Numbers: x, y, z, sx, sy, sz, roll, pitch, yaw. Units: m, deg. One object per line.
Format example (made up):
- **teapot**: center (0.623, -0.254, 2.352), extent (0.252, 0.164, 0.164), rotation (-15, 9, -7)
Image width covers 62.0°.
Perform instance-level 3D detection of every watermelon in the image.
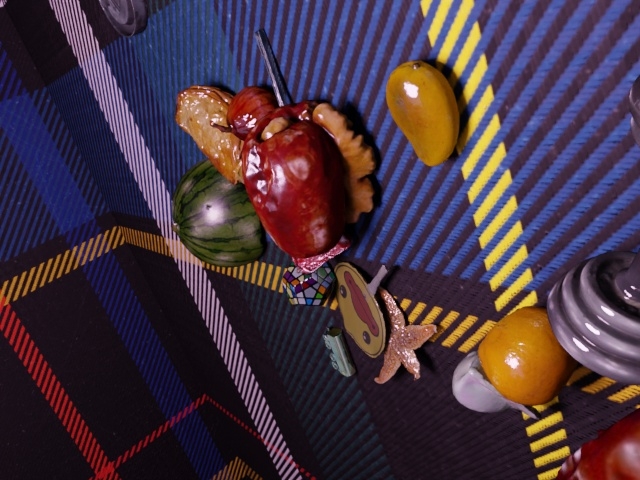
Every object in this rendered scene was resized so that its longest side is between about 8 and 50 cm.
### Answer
- **watermelon**: center (-0.313, -0.049, 1.510), extent (0.330, 0.189, 0.331), rotation (40, 152, 26)

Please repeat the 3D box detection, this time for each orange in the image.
- **orange**: center (0.316, 0.173, 0.812), extent (0.134, 0.154, 0.155), rotation (26, 139, 28)

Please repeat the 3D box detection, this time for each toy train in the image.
- **toy train**: center (0.048, 0.297, 1.442), extent (0.071, 0.038, 0.148), rotation (8, 124, 50)

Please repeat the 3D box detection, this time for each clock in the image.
- **clock**: center (-0.524, -0.644, 1.385), extent (0.215, 0.042, 0.215), rotation (37, 144, 32)

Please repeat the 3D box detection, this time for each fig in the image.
- **fig**: center (-0.139, -0.253, 1.104), extent (0.128, 0.150, 0.129), rotation (10, 125, 14)

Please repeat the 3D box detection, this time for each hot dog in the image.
- **hot dog**: center (-0.226, -0.249, 1.258), extent (0.259, 0.114, 0.175), rotation (47, 144, 14)

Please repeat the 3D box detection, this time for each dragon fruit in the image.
- **dragon fruit**: center (0.000, 0.000, 1.177), extent (0.147, 0.096, 0.102), rotation (-27, 103, 17)

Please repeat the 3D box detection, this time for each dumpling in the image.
- **dumpling**: center (0.305, 0.246, 0.927), extent (0.149, 0.105, 0.216), rotation (1, 168, 22)

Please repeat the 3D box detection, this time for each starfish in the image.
- **starfish**: center (0.155, 0.212, 1.188), extent (0.231, 0.048, 0.295), rotation (57, 149, 25)

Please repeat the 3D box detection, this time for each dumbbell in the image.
- **dumbbell**: center (0.363, -0.007, 0.549), extent (0.179, 0.179, 0.406), rotation (36, 144, 33)

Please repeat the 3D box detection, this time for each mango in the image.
- **mango**: center (0.155, -0.186, 0.789), extent (0.103, 0.076, 0.161), rotation (4, 125, 49)

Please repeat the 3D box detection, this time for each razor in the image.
- **razor**: center (-0.087, -0.322, 1.057), extent (0.066, 0.033, 0.190), rotation (1, 118, 56)

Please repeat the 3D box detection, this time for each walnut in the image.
- **walnut**: center (-0.014, -0.117, 1.001), extent (0.222, 0.243, 0.269), rotation (-97, -12, -57)

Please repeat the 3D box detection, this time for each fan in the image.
- **fan**: center (0.094, 0.136, 1.191), extent (0.230, 0.011, 0.335), rotation (62, 155, 24)

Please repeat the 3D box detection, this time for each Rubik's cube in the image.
- **Rubik's cube**: center (-0.028, 0.102, 1.285), extent (0.133, 0.133, 0.112), rotation (-7, 80, 58)

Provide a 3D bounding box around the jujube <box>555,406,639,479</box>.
- **jujube**: center (0.449, 0.353, 0.695), extent (0.258, 0.258, 0.377), rotation (36, 145, 33)
